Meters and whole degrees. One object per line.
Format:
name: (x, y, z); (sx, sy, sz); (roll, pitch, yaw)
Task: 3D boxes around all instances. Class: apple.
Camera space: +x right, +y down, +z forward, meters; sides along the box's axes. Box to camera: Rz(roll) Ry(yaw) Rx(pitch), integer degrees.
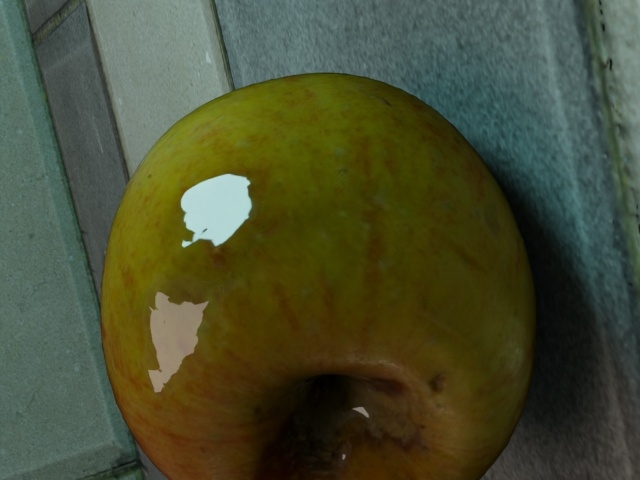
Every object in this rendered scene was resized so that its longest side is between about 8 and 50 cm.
apple: (-0.004, 0.036, 0.747); (0.275, 0.299, 0.299); (-110, 15, -58)
